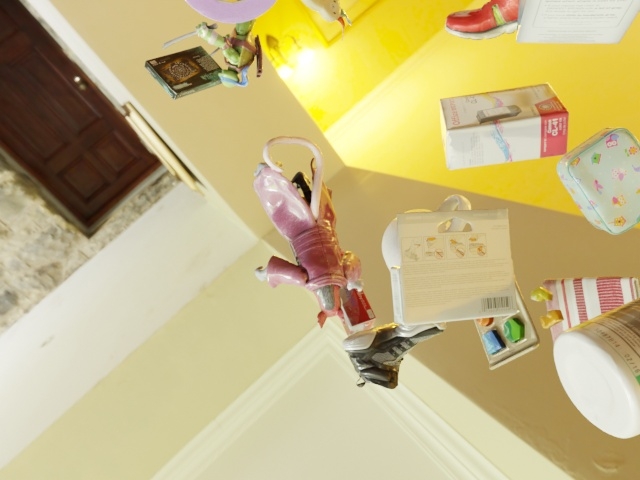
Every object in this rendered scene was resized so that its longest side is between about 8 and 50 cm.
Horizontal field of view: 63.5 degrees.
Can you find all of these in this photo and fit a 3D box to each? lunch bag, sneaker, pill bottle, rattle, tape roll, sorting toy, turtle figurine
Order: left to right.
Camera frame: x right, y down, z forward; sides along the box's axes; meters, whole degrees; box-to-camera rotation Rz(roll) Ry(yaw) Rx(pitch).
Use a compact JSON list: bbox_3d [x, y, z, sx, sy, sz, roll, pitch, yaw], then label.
[{"bbox_3d":[-0.257,-0.557,1.352,0.275,0.198,0.266,30,-83,30],"label":"turtle figurine"},{"bbox_3d":[-0.212,-0.647,1.184,0.275,0.274,0.090,-37,-153,4],"label":"tape roll"},{"bbox_3d":[0.040,-0.578,1.193,0.143,0.199,0.130,-19,-156,42],"label":"rattle"},{"bbox_3d":[0.200,0.288,1.317,0.269,0.152,0.101,-15,177,2],"label":"sneaker"},{"bbox_3d":[0.443,-0.575,1.264,0.279,0.118,0.107,0,-130,24],"label":"sneaker"},{"bbox_3d":[0.547,0.217,1.487,0.307,0.041,0.228,126,-37,-51],"label":"sorting toy"},{"bbox_3d":[0.841,-0.171,1.480,0.224,0.279,0.108,-38,-173,7],"label":"lunch bag"},{"bbox_3d":[0.641,0.195,0.946,0.361,0.204,0.204,-21,-156,-9],"label":"pill bottle"}]

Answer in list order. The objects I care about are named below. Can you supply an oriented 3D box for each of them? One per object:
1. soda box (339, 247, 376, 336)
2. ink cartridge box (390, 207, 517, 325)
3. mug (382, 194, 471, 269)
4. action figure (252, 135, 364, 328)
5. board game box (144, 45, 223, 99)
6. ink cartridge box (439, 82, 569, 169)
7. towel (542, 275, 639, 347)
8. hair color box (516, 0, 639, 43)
[{"bbox_3d":[0.077,0.158,1.615,0.084,0.092,0.263,-17,-117,-14],"label":"soda box"},{"bbox_3d":[0.289,0.055,1.139,0.275,0.238,0.060,-3,176,-14],"label":"ink cartridge box"},{"bbox_3d":[0.391,0.012,1.775,0.374,0.276,0.328,-60,-173,11],"label":"mug"},{"bbox_3d":[0.000,0.000,1.090,0.248,0.369,0.275,-8,155,-23],"label":"action figure"},{"bbox_3d":[-0.355,-0.452,1.388,0.186,0.126,0.026,-35,170,-39],"label":"board game box"},{"bbox_3d":[0.495,-0.318,1.428,0.307,0.131,0.226,-5,-144,11],"label":"ink cartridge box"},{"bbox_3d":[0.758,0.219,1.437,0.037,0.236,0.329,-8,176,-17],"label":"towel"},{"bbox_3d":[0.433,-0.457,0.813,0.186,0.374,0.113,6,-98,14],"label":"hair color box"}]
